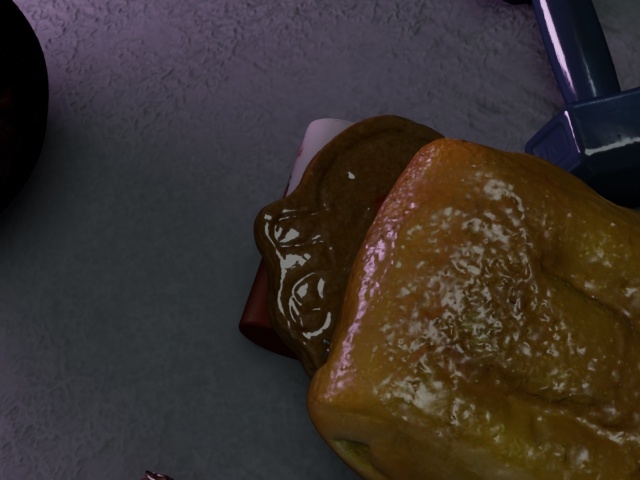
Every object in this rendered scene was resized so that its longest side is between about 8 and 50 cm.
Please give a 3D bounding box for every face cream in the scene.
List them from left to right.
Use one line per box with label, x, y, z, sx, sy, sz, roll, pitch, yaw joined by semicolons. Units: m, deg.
face cream;0.000;0.000;1.523;0.096;0.096;0.214;16;72;9

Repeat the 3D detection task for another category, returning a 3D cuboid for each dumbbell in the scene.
dumbbell;0.245;-0.189;1.554;0.144;0.160;0.324;-26;66;26

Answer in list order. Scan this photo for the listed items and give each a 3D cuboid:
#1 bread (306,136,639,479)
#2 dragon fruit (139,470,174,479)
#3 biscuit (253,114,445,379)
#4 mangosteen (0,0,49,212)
bread;0.176;0.093;1.392;0.328;0.148;0.337;32;71;-13
dragon fruit;-0.167;0.341;1.326;0.250;0.250;0.315;1;71;4
biscuit;0.073;0.030;1.471;0.257;0.049;0.273;-36;93;-24
mangosteen;-0.408;-0.142;1.499;0.297;0.297;0.313;-38;75;-10
